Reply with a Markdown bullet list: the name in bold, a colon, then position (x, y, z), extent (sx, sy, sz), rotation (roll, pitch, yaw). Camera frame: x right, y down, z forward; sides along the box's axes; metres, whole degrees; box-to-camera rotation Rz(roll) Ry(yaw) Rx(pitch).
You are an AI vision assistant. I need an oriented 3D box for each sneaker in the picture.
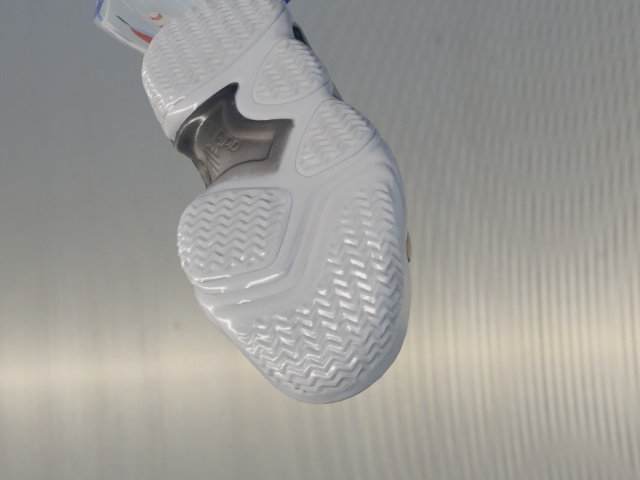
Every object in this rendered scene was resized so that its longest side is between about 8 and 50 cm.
- **sneaker**: position (0.000, 0.000, 0.727), extent (0.101, 0.153, 0.269), rotation (-28, 42, 5)

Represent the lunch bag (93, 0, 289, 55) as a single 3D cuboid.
- **lunch bag**: position (-0.026, -0.232, 0.947), extent (0.303, 0.115, 0.243), rotation (-58, 10, -10)
